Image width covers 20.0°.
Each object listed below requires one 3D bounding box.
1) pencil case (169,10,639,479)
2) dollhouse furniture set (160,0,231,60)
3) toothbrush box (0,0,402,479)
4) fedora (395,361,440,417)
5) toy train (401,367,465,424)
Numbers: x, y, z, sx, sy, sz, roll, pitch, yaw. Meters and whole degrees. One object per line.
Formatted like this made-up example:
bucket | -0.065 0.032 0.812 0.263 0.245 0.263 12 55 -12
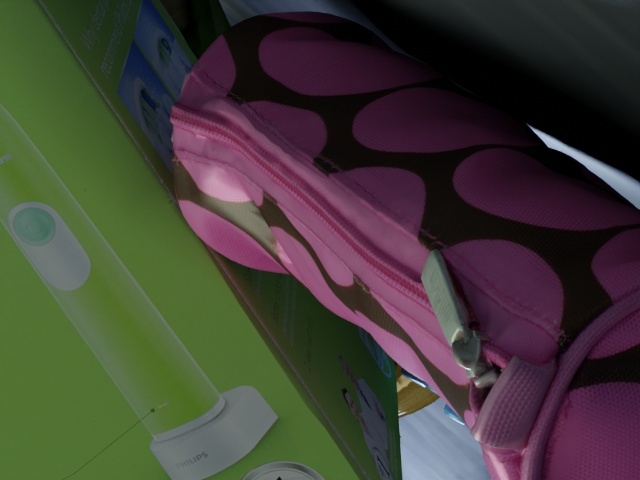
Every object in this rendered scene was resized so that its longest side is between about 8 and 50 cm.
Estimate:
pencil case | 0.031 0.002 0.469 0.098 0.095 0.209 2 -161 -30
dollhouse furniture set | -0.148 -0.155 0.787 0.301 0.151 0.197 -105 -11 -61
toothbrush box | -0.128 0.010 0.611 0.283 0.206 0.122 56 -165 -24
fedora | 0.000 0.000 0.913 0.194 0.194 0.079 39 -144 3
toy train | 0.091 0.044 0.698 0.105 0.080 0.184 29 174 18
